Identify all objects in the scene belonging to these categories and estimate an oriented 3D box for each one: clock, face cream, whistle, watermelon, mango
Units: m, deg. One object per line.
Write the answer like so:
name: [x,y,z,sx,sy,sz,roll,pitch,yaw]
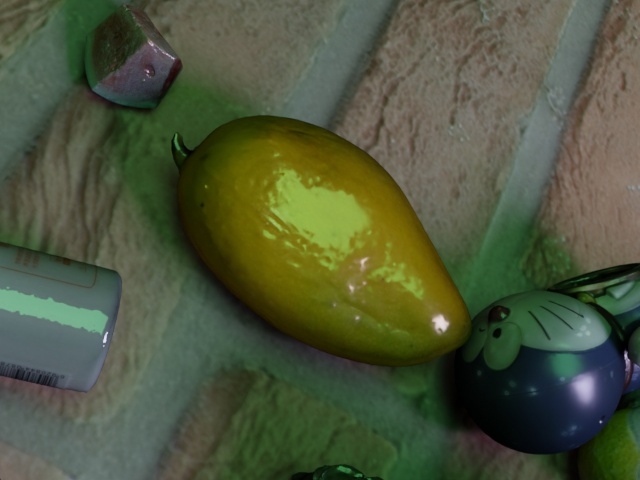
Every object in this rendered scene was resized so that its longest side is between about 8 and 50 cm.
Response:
clock: [0.242,0.104,0.864,0.243,0.199,0.146,-19,96,-23]
face cream: [-0.285,0.041,0.703,0.252,0.101,0.101,16,65,-17]
whistle: [0.328,0.191,0.908,0.123,0.123,0.223,42,46,-3]
watermelon: [-0.175,-0.170,0.850,0.084,0.072,0.092,42,63,16]
mango: [0.000,0.000,0.822,0.317,0.119,0.176,41,71,0]

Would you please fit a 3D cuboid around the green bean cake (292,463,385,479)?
green bean cake: [0.041,0.289,0.751,0.173,0.094,0.181,26,62,-12]
